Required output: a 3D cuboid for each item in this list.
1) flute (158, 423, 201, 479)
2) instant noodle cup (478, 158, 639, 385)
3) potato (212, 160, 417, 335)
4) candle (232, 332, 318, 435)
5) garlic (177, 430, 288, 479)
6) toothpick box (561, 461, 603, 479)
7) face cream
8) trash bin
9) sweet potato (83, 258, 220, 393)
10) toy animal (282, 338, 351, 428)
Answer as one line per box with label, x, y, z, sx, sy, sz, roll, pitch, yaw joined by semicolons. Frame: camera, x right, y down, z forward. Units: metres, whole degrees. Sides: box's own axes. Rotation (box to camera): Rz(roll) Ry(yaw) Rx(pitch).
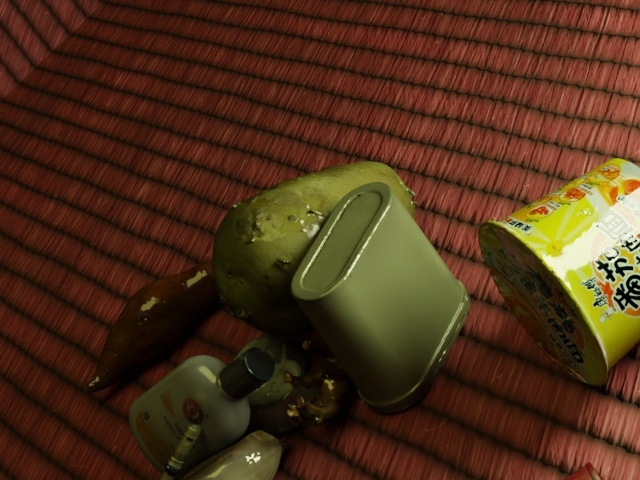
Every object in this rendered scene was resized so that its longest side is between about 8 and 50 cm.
flute;-0.236;0.367;2.122;0.233;0.027;0.027;-60;31;12
instant noodle cup;0.360;0.029;1.890;0.200;0.264;0.264;-35;32;-10
potato;-0.004;0.009;2.243;0.359;0.219;0.270;-25;-20;-46
candle;-0.090;0.231;2.211;0.168;0.068;0.192;-36;29;3
garlic;-0.135;0.347;2.095;0.195;0.087;0.101;-35;20;7
toothpick box;0.210;0.414;1.578;0.333;0.204;0.204;-35;33;5
face cream;-0.170;0.244;2.137;0.291;0.144;0.071;-37;-6;39
trash bin;0.089;0.079;2.069;0.121;0.247;0.243;1;47;41
sweet potato;-0.276;0.128;2.478;0.359;0.112;0.112;-45;33;-7
toy animal;0.025;0.182;2.131;0.054;0.149;0.275;2;19;32
